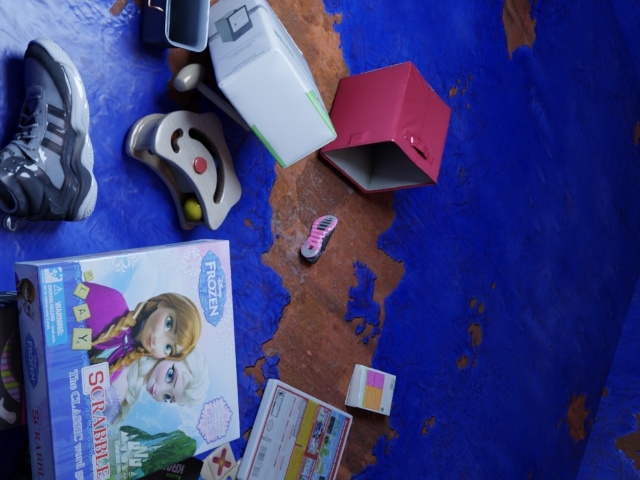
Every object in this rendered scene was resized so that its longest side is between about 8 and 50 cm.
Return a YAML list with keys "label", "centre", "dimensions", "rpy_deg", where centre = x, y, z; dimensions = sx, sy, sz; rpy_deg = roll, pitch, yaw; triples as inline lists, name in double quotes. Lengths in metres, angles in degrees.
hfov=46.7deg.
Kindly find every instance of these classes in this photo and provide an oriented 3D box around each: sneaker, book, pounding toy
- label: "sneaker"
  centre: [-0.410, -0.145, 1.042]
  dimensions: [0.153, 0.101, 0.269]
  rpy_deg: [-22, 112, -48]
- label: "sneaker"
  centre: [0.000, 0.000, 1.563]
  dimensions: [0.119, 0.047, 0.057]
  rpy_deg: [-56, 149, -27]
- label: "book"
  centre: [0.122, 0.350, 1.730]
  dimensions: [0.144, 0.035, 0.096]
  rpy_deg: [27, 70, -46]
- label: "pounding toy"
  centre: [-0.208, -0.145, 1.228]
  dimensions: [0.154, 0.154, 0.270]
  rpy_deg: [-38, 120, -45]

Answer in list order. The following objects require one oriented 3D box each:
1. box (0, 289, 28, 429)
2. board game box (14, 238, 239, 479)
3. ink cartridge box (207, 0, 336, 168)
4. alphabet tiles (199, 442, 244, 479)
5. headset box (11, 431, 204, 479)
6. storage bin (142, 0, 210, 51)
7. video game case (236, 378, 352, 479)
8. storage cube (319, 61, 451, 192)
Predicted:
- label: "box"
  centre: [-0.394, 0.156, 1.057]
  dimensions: [0.270, 0.143, 0.165]
  rpy_deg: [-5, 98, -48]
- label: "board game box"
  centre: [-0.258, 0.170, 1.053]
  dimensions: [0.318, 0.065, 0.319]
  rpy_deg: [-10, 99, -48]
- label: "ink cartridge box"
  centre: [-0.091, -0.287, 1.264]
  dimensions: [0.198, 0.114, 0.273]
  rpy_deg: [51, 14, -40]
- label: "alphabet tiles"
  centre: [-0.189, 0.573, 1.419]
  dimensions: [0.285, 0.011, 0.343]
  rpy_deg: [-34, 118, -41]
- label: "headset box"
  centre: [-0.348, 0.437, 1.116]
  dimensions: [0.246, 0.131, 0.283]
  rpy_deg: [29, 70, -36]
- label: "storage bin"
  centre: [-0.248, -0.377, 1.212]
  dimensions: [0.098, 0.091, 0.135]
  rpy_deg: [2, 91, -48]
- label: "video game case"
  centre: [-0.045, 0.427, 1.546]
  dimensions: [0.285, 0.025, 0.204]
  rpy_deg: [37, 64, -44]
- label: "storage cube"
  centre: [0.139, -0.234, 1.571]
  dimensions: [0.183, 0.215, 0.193]
  rpy_deg: [36, 61, -43]
